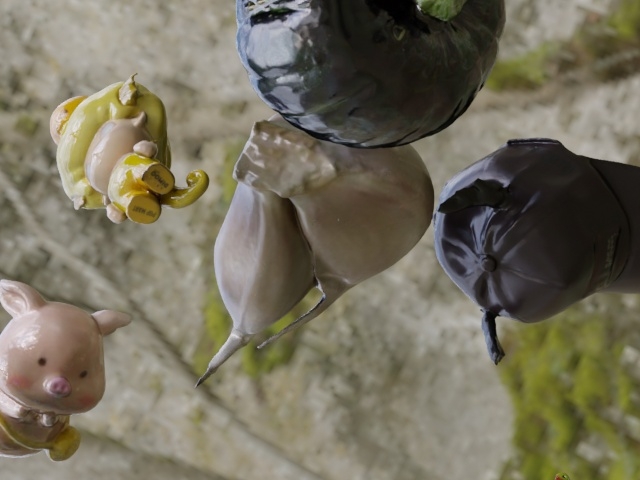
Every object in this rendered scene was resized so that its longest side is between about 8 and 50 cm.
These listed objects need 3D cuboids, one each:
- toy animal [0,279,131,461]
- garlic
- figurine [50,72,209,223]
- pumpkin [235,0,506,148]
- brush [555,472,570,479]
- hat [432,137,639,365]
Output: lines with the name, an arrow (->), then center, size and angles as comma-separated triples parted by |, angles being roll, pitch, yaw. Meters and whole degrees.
toy animal -> -0.349, 0.178, 2.255 | 0.165, 0.149, 0.248 | 15, -56, -38
garlic -> 0.000, 0.000, 2.146 | 0.246, 0.231, 0.340 | -68, -6, -57
figurine -> -0.201, -0.085, 1.915 | 0.131, 0.246, 0.156 | 21, -75, -28
pumpkin -> 0.075, -0.239, 1.889 | 0.296, 0.296, 0.295 | -42, -34, -38
brush -> 0.227, 0.250, 1.816 | 0.083, 0.019, 0.021 | -51, -15, -48
hat -> 0.273, 0.020, 2.219 | 0.209, 0.336, 0.238 | -56, -27, -53
